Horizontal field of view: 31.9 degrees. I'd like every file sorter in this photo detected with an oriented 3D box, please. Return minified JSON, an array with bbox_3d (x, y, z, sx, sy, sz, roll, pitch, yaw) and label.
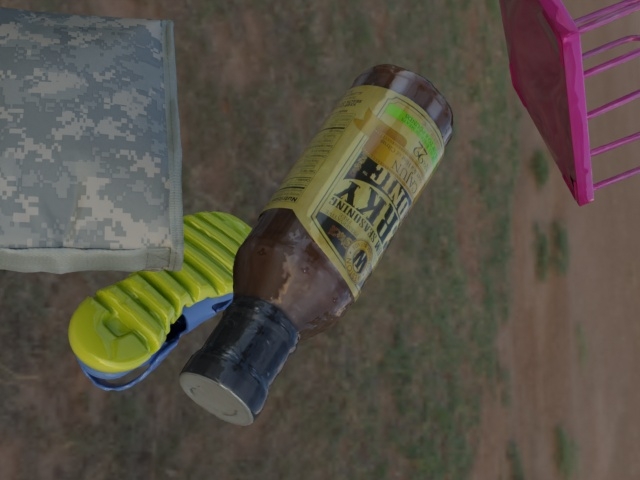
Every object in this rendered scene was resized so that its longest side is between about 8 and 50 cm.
[{"bbox_3d":[0.311,-0.222,1.201,0.290,0.182,0.202,64,4,-55],"label":"file sorter"}]

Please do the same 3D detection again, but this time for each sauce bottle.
[{"bbox_3d":[0.000,0.000,0.953,0.344,0.111,0.111,-59,141,-28],"label":"sauce bottle"}]

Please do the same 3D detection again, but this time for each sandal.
[{"bbox_3d":[-0.190,0.075,1.362,0.317,0.126,0.138,-35,164,-40],"label":"sandal"}]

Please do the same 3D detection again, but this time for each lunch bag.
[{"bbox_3d":[-0.251,-0.075,1.062,0.169,0.235,0.287,106,-19,-47],"label":"lunch bag"}]
